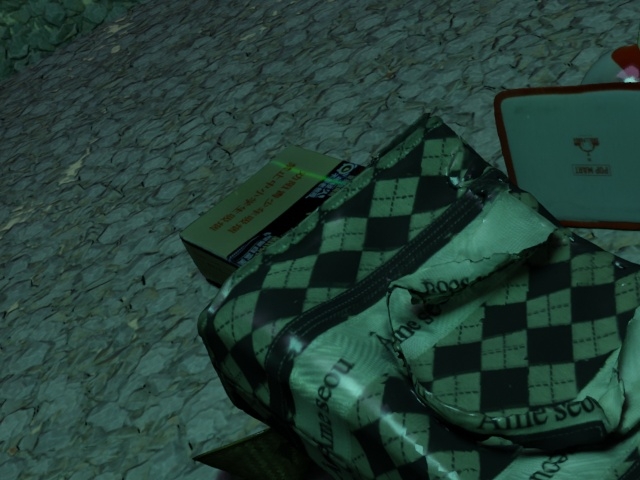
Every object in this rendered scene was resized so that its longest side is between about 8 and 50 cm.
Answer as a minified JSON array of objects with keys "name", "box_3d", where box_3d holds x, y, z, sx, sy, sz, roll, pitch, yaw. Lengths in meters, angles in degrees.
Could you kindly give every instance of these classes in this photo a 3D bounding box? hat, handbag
[{"name":"hat","box_3d":[-0.037,0.202,0.875,0.146,0.067,0.146,-21,-9,-3]},{"name":"handbag","box_3d":[0.163,0.094,0.728,0.416,0.180,0.317,30,58,34]}]

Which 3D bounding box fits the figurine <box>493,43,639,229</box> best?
[{"name":"figurine","box_3d":[0.325,-0.139,1.026,0.183,0.160,0.226,5,35,39]}]

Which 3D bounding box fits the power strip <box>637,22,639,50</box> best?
[{"name":"power strip","box_3d":[0.403,-0.178,0.948,0.064,0.213,0.198,-33,24,40]}]

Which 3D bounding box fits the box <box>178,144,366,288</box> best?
[{"name":"box","box_3d":[0.000,0.000,1.101,0.198,0.084,0.310,-40,35,-20]}]
